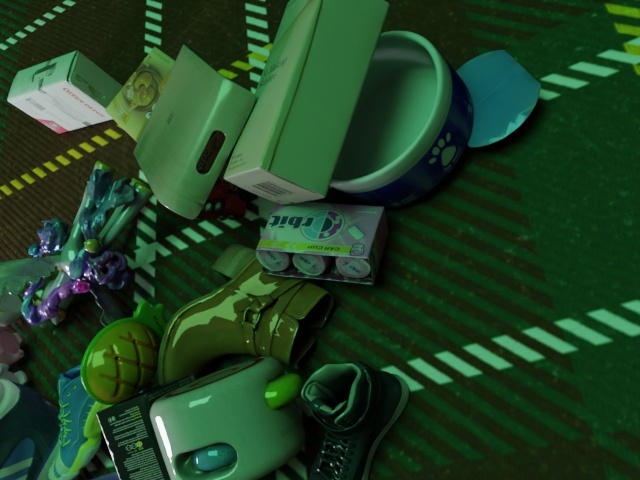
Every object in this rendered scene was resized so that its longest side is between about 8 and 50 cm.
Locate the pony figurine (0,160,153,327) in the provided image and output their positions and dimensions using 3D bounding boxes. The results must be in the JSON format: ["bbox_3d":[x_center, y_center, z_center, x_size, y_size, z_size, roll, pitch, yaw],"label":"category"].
[{"bbox_3d":[-0.448,0.039,1.208,0.363,0.302,0.351,-61,20,-2],"label":"pony figurine"}]

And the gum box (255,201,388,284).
[{"bbox_3d":[0.000,0.000,0.991,0.188,0.062,0.107,4,48,20],"label":"gum box"}]

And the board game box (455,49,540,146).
[{"bbox_3d":[0.261,-0.213,0.989,0.133,0.033,0.169,-41,49,15],"label":"board game box"}]

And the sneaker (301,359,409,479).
[{"bbox_3d":[0.015,0.261,0.841,0.086,0.163,0.226,24,83,36],"label":"sneaker"}]

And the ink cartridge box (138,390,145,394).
[{"bbox_3d":[-0.313,0.308,1.111,0.048,0.028,0.083,36,89,39],"label":"ink cartridge box"}]

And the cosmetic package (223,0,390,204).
[{"bbox_3d":[-0.022,-0.218,0.956,0.160,0.113,0.310,-4,67,63],"label":"cosmetic package"}]

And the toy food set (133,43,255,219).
[{"bbox_3d":[-0.214,-0.192,1.096,0.220,0.092,0.306,-61,35,13],"label":"toy food set"}]

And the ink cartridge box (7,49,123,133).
[{"bbox_3d":[-0.600,-0.347,1.528,0.217,0.158,0.092,-4,65,30],"label":"ink cartridge box"}]

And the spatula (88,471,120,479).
[{"bbox_3d":[-0.463,0.486,1.119,0.296,0.030,0.084,-28,49,19],"label":"spatula"}]

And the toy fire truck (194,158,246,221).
[{"bbox_3d":[-0.178,-0.108,1.214,0.192,0.047,0.135,-2,66,33],"label":"toy fire truck"}]

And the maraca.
[{"bbox_3d":[-0.307,0.181,1.044,0.099,0.127,0.186,3,38,39],"label":"maraca"}]

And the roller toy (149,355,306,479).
[{"bbox_3d":[-0.124,0.256,0.881,0.209,0.191,0.146,-26,83,63],"label":"roller toy"}]

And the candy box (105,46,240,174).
[{"bbox_3d":[-0.305,-0.261,1.342,0.183,0.087,0.316,-52,52,2],"label":"candy box"}]

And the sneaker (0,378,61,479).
[{"bbox_3d":[-0.591,0.394,1.089,0.130,0.236,0.323,-1,57,49],"label":"sneaker"}]

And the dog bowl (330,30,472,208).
[{"bbox_3d":[0.100,-0.188,1.016,0.264,0.104,0.265,-19,59,34],"label":"dog bowl"}]

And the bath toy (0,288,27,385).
[{"bbox_3d":[-0.685,0.241,1.296,0.129,0.151,0.348,-31,49,11],"label":"bath toy"}]

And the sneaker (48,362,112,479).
[{"bbox_3d":[-0.423,0.297,1.117,0.240,0.126,0.091,-57,22,-12],"label":"sneaker"}]

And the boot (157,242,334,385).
[{"bbox_3d":[-0.119,0.156,1.028,0.220,0.109,0.283,25,75,34],"label":"boot"}]

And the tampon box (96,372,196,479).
[{"bbox_3d":[-0.234,0.303,0.967,0.101,0.120,0.161,-24,85,24],"label":"tampon box"}]
